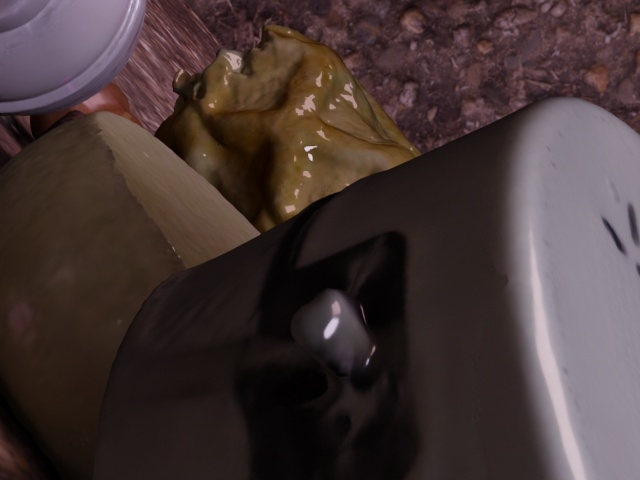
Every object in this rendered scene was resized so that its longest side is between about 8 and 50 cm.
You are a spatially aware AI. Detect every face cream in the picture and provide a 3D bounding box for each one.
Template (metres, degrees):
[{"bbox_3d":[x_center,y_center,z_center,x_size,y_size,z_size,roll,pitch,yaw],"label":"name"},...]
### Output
[{"bbox_3d":[-0.157,-0.134,0.779,0.145,0.145,0.369,49,-2,-6],"label":"face cream"}]

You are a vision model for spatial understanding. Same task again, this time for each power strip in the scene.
[{"bbox_3d":[0.077,0.122,0.543,0.357,0.161,0.357,45,31,-37],"label":"power strip"}]

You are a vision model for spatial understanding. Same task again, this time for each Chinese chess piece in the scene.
[{"bbox_3d":[-0.059,0.056,0.739,0.250,0.101,0.250,49,6,-7],"label":"Chinese chess piece"}]

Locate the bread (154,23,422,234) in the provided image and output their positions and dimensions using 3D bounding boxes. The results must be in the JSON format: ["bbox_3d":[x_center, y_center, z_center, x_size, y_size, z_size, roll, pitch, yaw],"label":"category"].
[{"bbox_3d":[-0.003,-0.003,1.157,0.196,0.238,0.252,-6,41,-35],"label":"bread"}]

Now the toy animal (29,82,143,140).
[{"bbox_3d":[-0.172,-0.096,1.050,0.224,0.066,0.230,49,-1,38],"label":"toy animal"}]

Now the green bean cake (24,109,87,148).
[{"bbox_3d":[-0.119,-0.007,0.918,0.136,0.056,0.135,48,7,-12],"label":"green bean cake"}]
